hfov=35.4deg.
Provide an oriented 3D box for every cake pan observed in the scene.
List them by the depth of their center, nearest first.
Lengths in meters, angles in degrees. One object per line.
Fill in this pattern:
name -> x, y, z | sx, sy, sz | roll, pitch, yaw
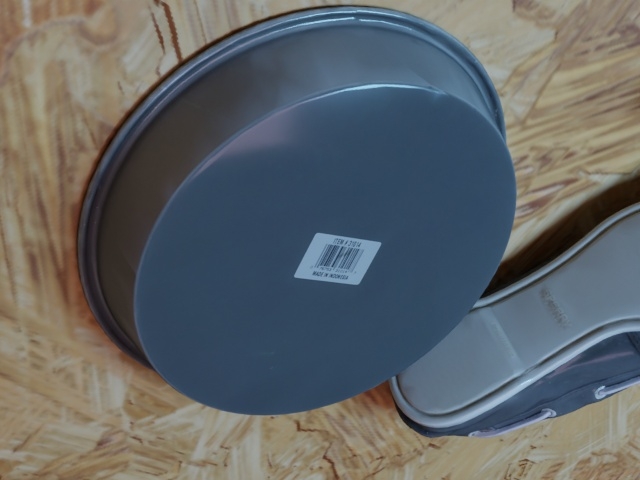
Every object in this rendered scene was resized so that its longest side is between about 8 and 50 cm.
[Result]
cake pan -> 0.000, 0.000, 0.626 | 0.293, 0.054, 0.293 | -15, 132, -17

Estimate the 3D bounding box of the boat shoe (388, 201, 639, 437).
boat shoe -> 0.210, 0.057, 0.748 | 0.335, 0.112, 0.095 | -24, 153, 8
